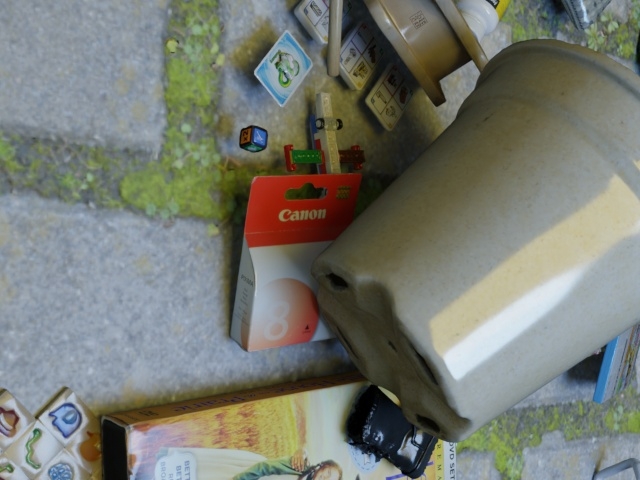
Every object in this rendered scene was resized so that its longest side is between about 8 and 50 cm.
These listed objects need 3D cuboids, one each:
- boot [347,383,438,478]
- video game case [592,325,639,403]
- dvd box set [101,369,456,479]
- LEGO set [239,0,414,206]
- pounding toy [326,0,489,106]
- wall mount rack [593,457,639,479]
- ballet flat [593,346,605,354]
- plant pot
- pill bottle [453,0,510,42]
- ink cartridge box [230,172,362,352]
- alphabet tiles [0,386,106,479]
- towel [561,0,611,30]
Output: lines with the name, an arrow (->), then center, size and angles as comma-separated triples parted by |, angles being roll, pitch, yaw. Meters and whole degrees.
boot -> 0.086, 0.189, 0.929 | 0.099, 0.045, 0.121 | 38, 64, -23
video game case -> 0.430, 0.163, 1.221 | 0.166, 0.015, 0.119 | 1, 103, -58
dvd box set -> -0.020, 0.306, 0.911 | 0.420, 0.062, 0.308 | -2, 92, -37
LEGO set -> -0.004, -0.150, 0.945 | 0.182, 0.060, 0.244 | 49, 52, -26
pounding toy -> 0.067, -0.256, 0.955 | 0.269, 0.154, 0.154 | 44, 22, -41
wall mount rack -> 0.498, 0.482, 1.188 | 0.350, 0.130, 0.304 | 26, 47, -24
ballet flat -> 0.395, 0.057, 1.207 | 0.091, 0.077, 0.241 | 31, 72, -44
plant pot -> 0.170, 0.021, 0.857 | 0.305, 0.333, 0.334 | -36, 111, -17
pill bottle -> 0.200, -0.298, 1.069 | 0.065, 0.065, 0.116 | 40, 68, -29
ink cartridge box -> -0.014, 0.022, 0.898 | 0.145, 0.045, 0.179 | -5, 115, -36
alphabet tiles -> -0.254, 0.260, 0.780 | 0.198, 0.009, 0.237 | -46, 115, -26
towel -> 0.371, -0.501, 1.194 | 0.324, 0.056, 0.312 | -45, 113, -31
